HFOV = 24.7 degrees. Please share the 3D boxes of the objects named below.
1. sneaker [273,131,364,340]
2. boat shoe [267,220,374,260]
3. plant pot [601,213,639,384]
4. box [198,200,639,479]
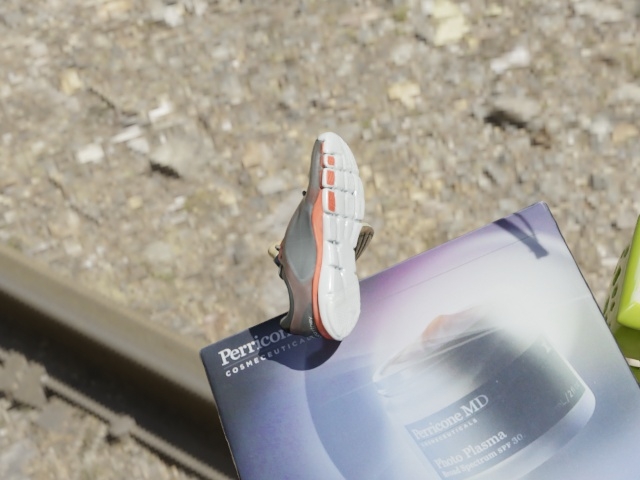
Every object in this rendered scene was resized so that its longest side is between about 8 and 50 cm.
[{"bbox_3d":[-0.009,-0.004,1.067,0.065,0.061,0.157,-8,69,29],"label":"sneaker"},{"bbox_3d":[0.000,0.000,1.784,0.072,0.068,0.190,33,21,18],"label":"boat shoe"},{"bbox_3d":[0.527,0.097,2.098,0.228,0.207,0.227,14,58,10],"label":"plant pot"},{"bbox_3d":[0.100,0.175,1.096,0.296,0.182,0.294,-24,56,3],"label":"box"}]
